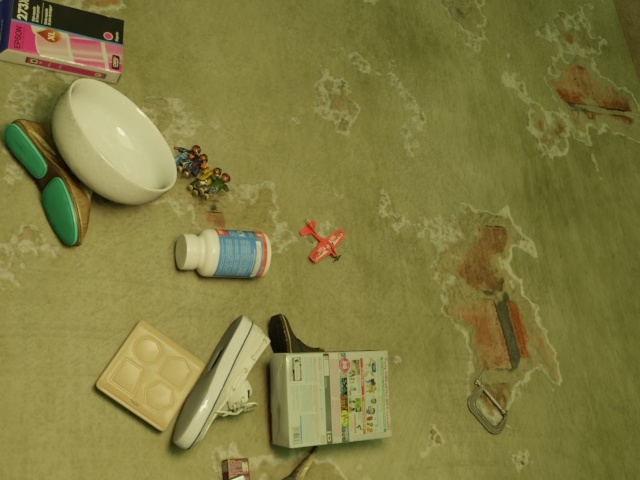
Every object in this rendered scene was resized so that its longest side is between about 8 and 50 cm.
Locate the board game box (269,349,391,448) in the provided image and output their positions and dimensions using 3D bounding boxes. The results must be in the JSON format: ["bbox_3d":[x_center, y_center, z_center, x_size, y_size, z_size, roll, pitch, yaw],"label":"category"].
[{"bbox_3d":[0.028,0.389,1.962,0.303,0.097,0.224,4,80,-31],"label":"board game box"}]

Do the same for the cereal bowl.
[{"bbox_3d":[-0.515,-0.218,1.897,0.339,0.141,0.339,46,20,-22],"label":"cereal bowl"}]

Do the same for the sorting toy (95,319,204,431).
[{"bbox_3d":[-0.397,0.316,1.844,0.193,0.038,0.208,37,51,-11],"label":"sorting toy"}]

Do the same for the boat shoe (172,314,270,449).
[{"bbox_3d":[-0.212,0.362,1.879,0.156,0.136,0.367,38,46,-14],"label":"boat shoe"}]

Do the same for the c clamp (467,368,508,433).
[{"bbox_3d":[0.493,0.474,2.285,0.137,0.022,0.160,-36,89,-36],"label":"c clamp"}]

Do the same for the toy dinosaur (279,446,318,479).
[{"bbox_3d":[-0.056,0.596,1.872,0.118,0.064,0.268,23,45,34],"label":"toy dinosaur"}]

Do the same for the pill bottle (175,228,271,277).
[{"bbox_3d":[-0.247,0.033,1.993,0.221,0.124,0.124,3,68,-29],"label":"pill bottle"}]

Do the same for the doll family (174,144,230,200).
[{"bbox_3d":[-0.319,-0.187,2.081,0.193,0.076,0.111,47,59,0],"label":"doll family"}]

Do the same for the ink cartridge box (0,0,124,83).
[{"bbox_3d":[-0.697,-0.526,2.022,0.371,0.069,0.175,7,66,-25],"label":"ink cartridge box"}]

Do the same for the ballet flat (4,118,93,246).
[{"bbox_3d":[-0.624,-0.148,1.884,0.342,0.116,0.124,56,35,7],"label":"ballet flat"}]

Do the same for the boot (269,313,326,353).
[{"bbox_3d":[-0.049,0.276,2.041,0.137,0.077,0.198,-14,90,-38],"label":"boot"}]

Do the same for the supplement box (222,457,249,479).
[{"bbox_3d":[-0.198,0.556,1.844,0.055,0.043,0.083,5,68,-27],"label":"supplement box"}]

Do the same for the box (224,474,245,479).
[{"bbox_3d":[-0.274,0.609,1.738,0.244,0.060,0.100,-14,78,-21],"label":"box"}]

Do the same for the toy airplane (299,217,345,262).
[{"bbox_3d":[0.000,0.000,2.207,0.151,0.028,0.151,13,62,-25],"label":"toy airplane"}]
